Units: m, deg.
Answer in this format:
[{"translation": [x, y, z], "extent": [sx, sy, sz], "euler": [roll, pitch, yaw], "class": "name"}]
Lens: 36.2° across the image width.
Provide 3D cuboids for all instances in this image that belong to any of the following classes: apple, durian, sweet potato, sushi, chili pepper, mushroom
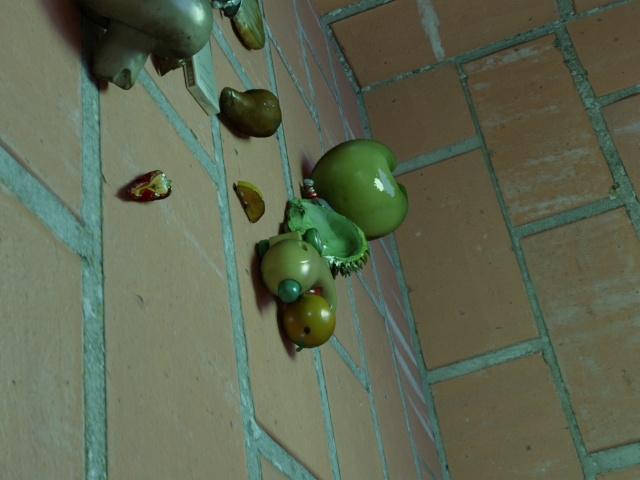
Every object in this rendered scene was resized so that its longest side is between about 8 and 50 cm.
[{"translation": [0.104, -0.136, 2.717], "extent": [0.292, 0.254, 0.291], "euler": [-21, 90, -79], "class": "apple"}, {"translation": [0.010, -0.004, 2.302], "extent": [0.394, 0.163, 0.198], "euler": [-70, 136, -71], "class": "durian"}, {"translation": [-0.138, -0.276, 2.122], "extent": [0.359, 0.112, 0.112], "euler": [-35, 107, -82], "class": "sweet potato"}, {"translation": [-0.262, -0.339, 1.730], "extent": [0.055, 0.052, 0.120], "euler": [87, -7, -48], "class": "sushi"}, {"translation": [-0.252, -0.074, 1.420], "extent": [0.178, 0.027, 0.045], "euler": [-53, 120, -78], "class": "chili pepper"}, {"translation": [-0.264, -0.311, 1.410], "extent": [0.204, 0.204, 0.204], "euler": [-18, 90, -79], "class": "mushroom"}]

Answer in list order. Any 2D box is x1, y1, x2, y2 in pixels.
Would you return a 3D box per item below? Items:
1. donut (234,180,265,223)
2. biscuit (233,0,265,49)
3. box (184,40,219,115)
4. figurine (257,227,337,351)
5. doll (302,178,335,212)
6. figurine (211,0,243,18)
[{"translation": [-0.146, -0.084, 1.974], "extent": [0.083, 0.067, 0.037], "euler": [34, 34, -19], "class": "donut"}, {"translation": [-0.197, -0.610, 2.527], "extent": [0.204, 0.040, 0.308], "euler": [52, 23, -61], "class": "biscuit"}, {"translation": [-0.241, -0.353, 1.925], "extent": [0.109, 0.029, 0.198], "euler": [53, 23, -61], "class": "box"}, {"translation": [-0.031, 0.113, 1.996], "extent": [0.324, 0.124, 0.222], "euler": [62, 14, -60], "class": "figurine"}, {"translation": [-0.007, -0.085, 2.577], "extent": [0.094, 0.079, 0.180], "euler": [98, -28, -53], "class": "doll"}, {"translation": [-0.223, -0.572, 2.287], "extent": [0.086, 0.082, 0.094], "euler": [12, 49, -59], "class": "figurine"}]
